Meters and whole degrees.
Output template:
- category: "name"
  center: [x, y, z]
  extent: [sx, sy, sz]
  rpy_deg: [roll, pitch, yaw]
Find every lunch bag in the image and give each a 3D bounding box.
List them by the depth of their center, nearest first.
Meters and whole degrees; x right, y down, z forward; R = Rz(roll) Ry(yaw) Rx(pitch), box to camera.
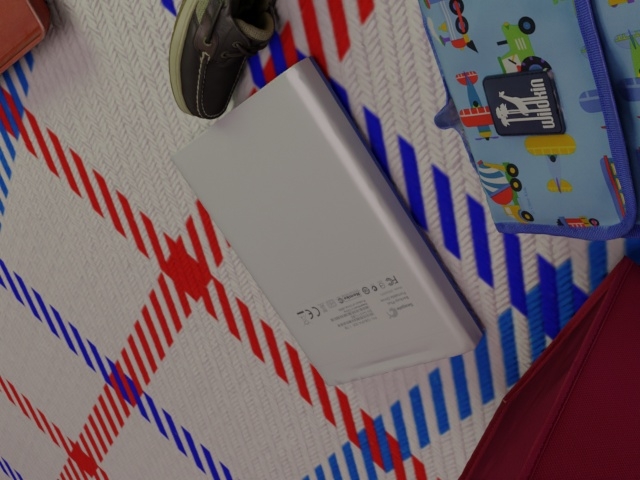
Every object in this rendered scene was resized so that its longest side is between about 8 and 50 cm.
- category: "lunch bag"
  center: [0.199, -0.120, 0.456]
  extent: [0.293, 0.138, 0.221]
  rpy_deg: [-4, 118, 49]

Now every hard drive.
- category: "hard drive"
  center: [0.000, 0.000, 0.703]
  extent: [0.210, 0.040, 0.319]
  rpy_deg: [-25, 103, 41]

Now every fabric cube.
- category: "fabric cube"
  center: [0.249, 0.225, 0.512]
  extent: [0.258, 0.254, 0.259]
  rpy_deg: [33, 141, 14]

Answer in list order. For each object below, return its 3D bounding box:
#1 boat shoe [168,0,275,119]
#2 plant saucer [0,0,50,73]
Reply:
- category: "boat shoe"
  center: [-0.077, -0.199, 0.600]
  extent: [0.073, 0.080, 0.224]
  rpy_deg: [34, 128, 18]
- category: "plant saucer"
  center: [-0.437, -0.315, 0.788]
  extent: [0.258, 0.048, 0.259]
  rpy_deg: [-15, 110, 39]
